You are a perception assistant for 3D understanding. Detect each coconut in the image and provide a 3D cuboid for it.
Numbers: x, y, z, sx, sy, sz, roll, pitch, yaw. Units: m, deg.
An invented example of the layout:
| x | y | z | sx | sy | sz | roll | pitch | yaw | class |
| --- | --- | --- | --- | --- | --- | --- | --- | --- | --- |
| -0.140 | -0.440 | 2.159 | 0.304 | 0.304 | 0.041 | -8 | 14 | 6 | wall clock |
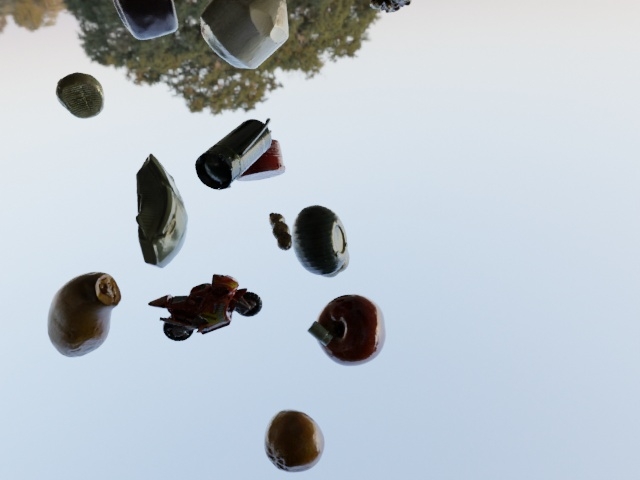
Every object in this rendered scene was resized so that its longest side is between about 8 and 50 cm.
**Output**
| x | y | z | sx | sy | sz | roll | pitch | yaw | class |
| --- | --- | --- | --- | --- | --- | --- | --- | --- | --- |
| -0.215 | -0.660 | 1.531 | 0.266 | 0.237 | 0.237 | -34 | -159 | 19 | coconut |

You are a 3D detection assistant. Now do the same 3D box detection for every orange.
| x | y | z | sx | sy | sz | roll | pitch | yaw | class |
| --- | --- | --- | --- | --- | --- | --- | --- | --- | --- |
| -0.069 | 0.502 | 1.277 | 0.159 | 0.158 | 0.136 | 16 | -143 | 36 | orange |

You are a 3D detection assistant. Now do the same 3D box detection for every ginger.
| x | y | z | sx | sy | sz | roll | pitch | yaw | class |
| --- | --- | --- | --- | --- | --- | --- | --- | --- | --- |
| -0.173 | -0.040 | 2.275 | 0.080 | 0.104 | 0.204 | -26 | -134 | 2 | ginger |

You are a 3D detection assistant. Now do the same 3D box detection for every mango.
| x | y | z | sx | sy | sz | roll | pitch | yaw | class |
| --- | --- | --- | --- | --- | --- | --- | --- | --- | --- |
| -0.698 | 0.214 | 1.502 | 0.187 | 0.359 | 0.144 | 34 | -149 | 3 | mango |

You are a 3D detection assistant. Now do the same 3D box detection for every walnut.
| x | y | z | sx | sy | sz | roll | pitch | yaw | class |
| --- | --- | --- | --- | --- | --- | --- | --- | --- | --- |
| 0.167 | -0.654 | 1.321 | 0.069 | 0.143 | 0.170 | -46 | -156 | -17 | walnut |

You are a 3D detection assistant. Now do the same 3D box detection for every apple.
| x | y | z | sx | sy | sz | roll | pitch | yaw | class |
| --- | --- | --- | --- | --- | --- | --- | --- | --- | --- |
| 0.109 | 0.322 | 1.839 | 0.261 | 0.260 | 0.217 | 16 | 178 | 36 | apple |

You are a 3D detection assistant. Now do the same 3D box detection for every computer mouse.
| x | y | z | sx | sy | sz | roll | pitch | yaw | class |
| --- | --- | --- | --- | --- | --- | --- | --- | --- | --- |
| -0.514 | -0.099 | 1.691 | 0.146 | 0.228 | 0.428 | -11 | -124 | -5 | computer mouse |

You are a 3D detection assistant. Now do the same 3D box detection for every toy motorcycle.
| x | y | z | sx | sy | sz | roll | pitch | yaw | class |
| --- | --- | --- | --- | --- | --- | --- | --- | --- | --- |
| -0.319 | 0.183 | 1.449 | 0.298 | 0.171 | 0.089 | -19 | -151 | 3 | toy motorcycle |

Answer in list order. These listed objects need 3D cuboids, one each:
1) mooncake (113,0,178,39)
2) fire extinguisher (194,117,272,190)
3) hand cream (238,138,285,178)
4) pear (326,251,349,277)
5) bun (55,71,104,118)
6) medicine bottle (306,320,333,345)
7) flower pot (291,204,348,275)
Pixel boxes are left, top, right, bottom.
| x | y | z | sx | sy | sz | roll | pitch | yaw | class |
| --- | --- | --- | --- | --- | --- | --- | --- | --- | --- |
| -0.539 | -0.777 | 1.529 | 0.174 | 0.325 | 0.334 | -16 | -156 | -10 | mooncake |
| -0.178 | -0.223 | 1.207 | 0.093 | 0.118 | 0.294 | 40 | -141 | -6 | fire extinguisher |
| -0.272 | -0.349 | 2.234 | 0.230 | 0.149 | 0.230 | -9 | -178 | 0 | hand cream |
| 0.043 | 0.077 | 2.124 | 0.167 | 0.136 | 0.167 | -32 | -160 | 13 | pear |
| -0.589 | -0.360 | 1.265 | 0.115 | 0.115 | 0.069 | -13 | -138 | -14 | bun |
| -0.002 | 0.311 | 1.720 | 0.083 | 0.047 | 0.047 | 40 | -143 | 0 | medicine bottle |
| 0.000 | 0.000 | 1.729 | 0.157 | 0.242 | 0.189 | -4 | -162 | 30 | flower pot |
